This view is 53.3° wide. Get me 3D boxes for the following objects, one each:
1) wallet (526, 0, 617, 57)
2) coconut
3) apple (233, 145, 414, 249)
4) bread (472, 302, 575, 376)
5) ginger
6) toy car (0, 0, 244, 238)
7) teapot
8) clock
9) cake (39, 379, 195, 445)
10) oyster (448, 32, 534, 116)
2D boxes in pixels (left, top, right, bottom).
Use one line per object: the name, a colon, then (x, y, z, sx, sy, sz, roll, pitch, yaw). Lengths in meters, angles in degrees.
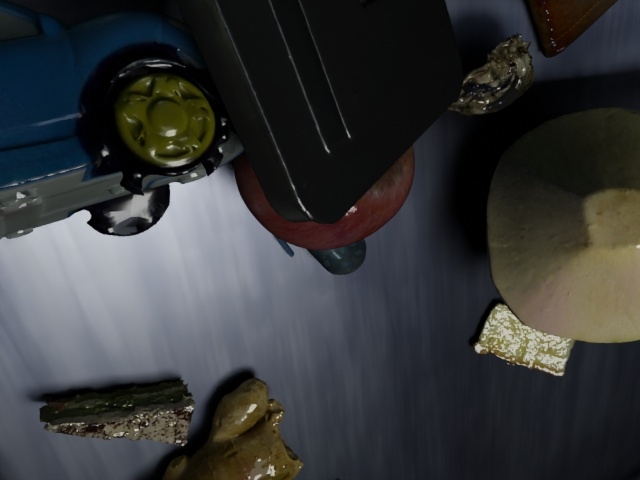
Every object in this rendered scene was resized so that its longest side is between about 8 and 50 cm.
wallet: (0.225, -0.313, 0.603, 0.137, 0.031, 0.255, -45, 129, -4)
coconut: (0.285, -0.017, 0.649, 0.259, 0.259, 0.259, -15, 121, -26)
apple: (-0.001, -0.068, 0.519, 0.153, 0.120, 0.153, 7, 81, -46)
bread: (0.268, 0.126, 0.831, 0.109, 0.080, 0.084, 7, 108, -37)
ginger: (-0.098, 0.247, 0.660, 0.205, 0.081, 0.115, -49, 124, -3)
toy car: (-0.193, -0.069, 0.385, 0.314, 0.198, 0.166, -20, 92, -25)
teapot: (0.002, -0.004, 0.622, 0.083, 0.063, 0.049, 46, 54, -37)
clock: (0.012, -0.183, 0.409, 0.273, 0.049, 0.279, -48, 123, -45)
cake: (-0.178, 0.152, 0.579, 0.140, 0.051, 0.055, 19, 103, -40)
oyster: (0.165, -0.151, 0.616, 0.148, 0.103, 0.051, -32, 87, -32)
